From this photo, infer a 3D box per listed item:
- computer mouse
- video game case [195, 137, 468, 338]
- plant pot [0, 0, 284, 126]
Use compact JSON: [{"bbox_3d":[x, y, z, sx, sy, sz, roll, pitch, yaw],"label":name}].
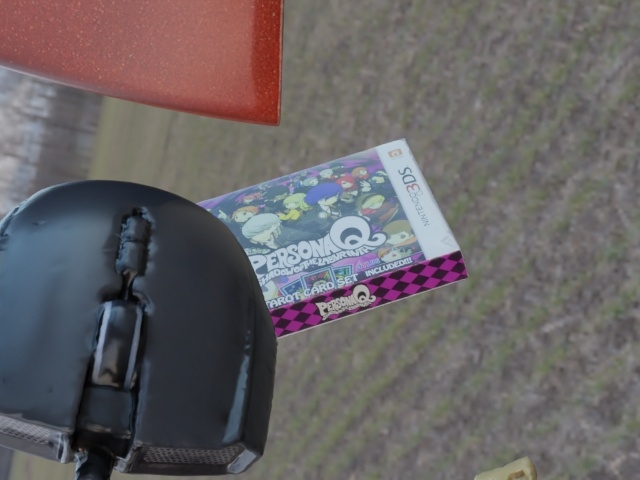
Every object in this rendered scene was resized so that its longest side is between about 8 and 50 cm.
[{"bbox_3d":[-0.023,0.034,0.399,0.262,0.184,0.060,-92,15,-75],"label":"computer mouse"},{"bbox_3d":[0.000,0.000,1.288,0.210,0.232,0.041,-108,2,-55],"label":"video game case"},{"bbox_3d":[-0.140,-0.235,0.739,0.267,0.236,0.267,-97,8,-59],"label":"plant pot"}]
